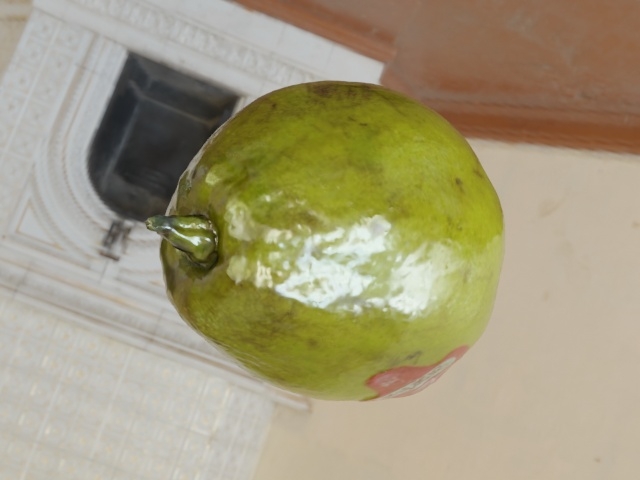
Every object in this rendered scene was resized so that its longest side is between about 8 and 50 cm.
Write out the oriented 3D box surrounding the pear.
[{"bbox_3d":[0.000,0.000,0.824,0.287,0.288,0.375,9,-177,40],"label":"pear"}]
